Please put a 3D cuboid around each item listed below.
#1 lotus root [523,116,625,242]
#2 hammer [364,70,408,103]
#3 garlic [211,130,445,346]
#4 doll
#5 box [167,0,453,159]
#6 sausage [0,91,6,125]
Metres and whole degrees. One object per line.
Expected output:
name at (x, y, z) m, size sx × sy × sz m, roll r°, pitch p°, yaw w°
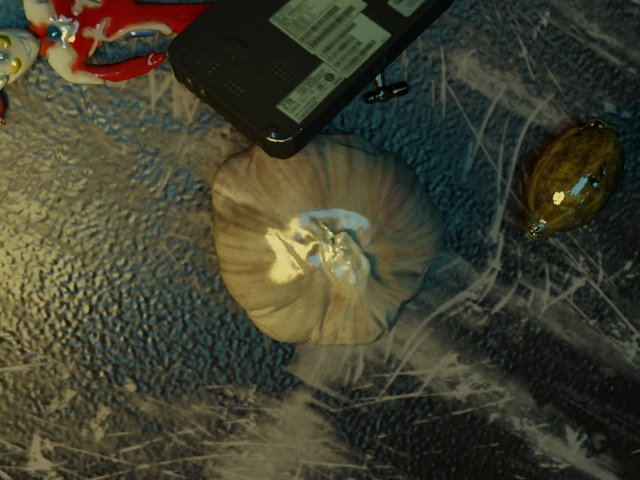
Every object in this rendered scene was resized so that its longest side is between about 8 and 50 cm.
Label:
lotus root at (0.364, -0.083, 1.459) m, size 0.120 × 0.120 × 0.209 m, roll 33°, pitch 91°, yaw -15°
hammer at (0.078, -0.281, 1.418) m, size 0.065 × 0.021 × 0.178 m, roll -13°, pitch 101°, yaw -8°
garlic at (0.000, 0.000, 1.337) m, size 0.318 × 0.259 × 0.317 m, roll -3°, pitch 101°, yaw -15°
doll at (-0.288, -0.287, 1.295) m, size 0.384 × 0.099 × 0.188 m, roll -29°, pitch 106°, yaw -13°
box at (-0.006, -0.279, 1.292) m, size 0.211 × 0.058 × 0.350 m, roll 40°, pitch 73°, yaw 13°
sausage at (-0.462, -0.266, 1.309) m, size 0.034 × 0.034 × 0.253 m, roll -22°, pitch 104°, yaw -6°
